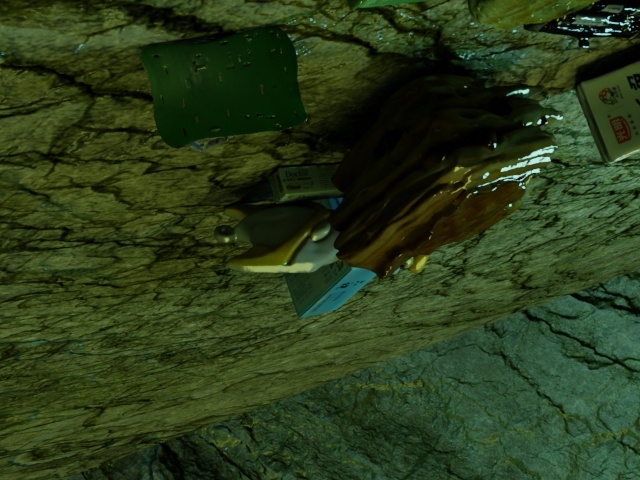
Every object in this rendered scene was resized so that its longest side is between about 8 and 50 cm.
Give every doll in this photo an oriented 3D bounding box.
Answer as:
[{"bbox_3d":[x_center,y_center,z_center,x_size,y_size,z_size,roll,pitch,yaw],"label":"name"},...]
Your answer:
[{"bbox_3d":[0.001,0.002,1.531,0.316,0.145,0.103,6,148,-12],"label":"doll"}]

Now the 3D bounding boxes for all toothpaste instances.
[{"bbox_3d":[0.003,-0.088,1.534,0.164,0.046,0.034,-7,163,-35],"label":"toothpaste"}]

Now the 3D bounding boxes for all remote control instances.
[{"bbox_3d":[0.418,-0.295,1.295,0.398,0.062,0.144,-6,158,-34],"label":"remote control"}]

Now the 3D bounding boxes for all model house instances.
[{"bbox_3d":[-0.110,-0.158,1.125,0.167,0.117,0.088,-15,179,-17],"label":"model house"}]

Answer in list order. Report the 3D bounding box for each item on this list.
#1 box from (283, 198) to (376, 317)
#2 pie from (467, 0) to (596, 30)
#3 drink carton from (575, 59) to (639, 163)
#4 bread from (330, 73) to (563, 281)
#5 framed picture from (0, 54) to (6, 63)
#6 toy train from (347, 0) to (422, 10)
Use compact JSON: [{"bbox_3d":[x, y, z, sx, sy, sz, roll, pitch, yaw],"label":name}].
[{"bbox_3d":[0.015,0.020,1.711,0.083,0.143,0.232,-9,160,-29],"label":"box"},{"bbox_3d":[0.216,-0.225,0.884,0.187,0.041,0.187,-13,178,-1],"label":"pie"},{"bbox_3d":[0.543,-0.225,1.504,0.315,0.131,0.106,-22,176,9],"label":"drink carton"},{"bbox_3d":[0.185,-0.111,1.424,0.370,0.191,0.314,-19,162,-43],"label":"bread"},{"bbox_3d":[-0.406,-0.156,0.954,0.183,0.011,0.142,-21,163,9],"label":"framed picture"},{"bbox_3d":[0.161,-0.295,0.894,0.300,0.120,0.202,-12,176,-22],"label":"toy train"}]
